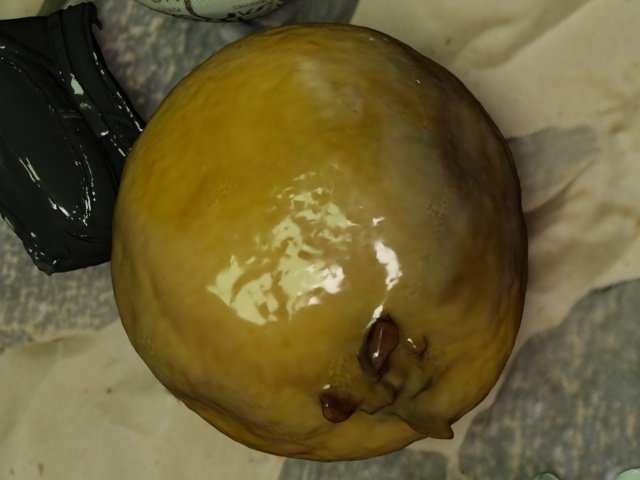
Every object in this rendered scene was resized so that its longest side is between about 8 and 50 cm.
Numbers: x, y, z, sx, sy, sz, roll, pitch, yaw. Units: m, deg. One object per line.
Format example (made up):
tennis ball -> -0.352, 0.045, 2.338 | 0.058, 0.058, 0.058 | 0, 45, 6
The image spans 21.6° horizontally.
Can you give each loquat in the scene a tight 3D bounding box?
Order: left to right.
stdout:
loquat -> 0.000, 0.000, 0.877 | 0.238, 0.193, 0.238 | -15, 57, 23

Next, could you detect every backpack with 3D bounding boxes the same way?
backpack -> -0.166, -0.058, 1.020 | 0.106, 0.120, 0.165 | -44, 66, 43

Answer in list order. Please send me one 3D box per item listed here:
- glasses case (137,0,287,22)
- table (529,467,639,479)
glasses case -> -0.047, -0.304, 0.980 | 0.137, 0.085, 0.354 | 8, 91, 28
table -> 0.107, 0.194, 0.796 | 0.166, 0.198, 0.166 | -2, 86, 29
